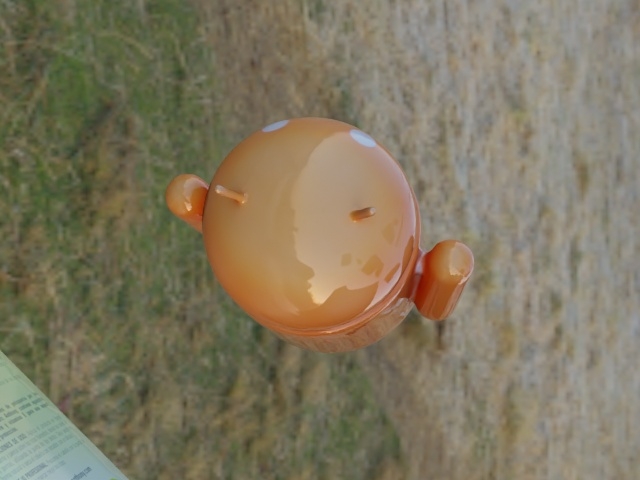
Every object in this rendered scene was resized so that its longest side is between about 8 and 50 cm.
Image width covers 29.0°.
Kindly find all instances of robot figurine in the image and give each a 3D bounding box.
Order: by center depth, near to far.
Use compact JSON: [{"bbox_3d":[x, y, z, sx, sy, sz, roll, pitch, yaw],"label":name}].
[{"bbox_3d":[0.002,0.000,0.748,0.158,0.128,0.219,53,0,14],"label":"robot figurine"}]

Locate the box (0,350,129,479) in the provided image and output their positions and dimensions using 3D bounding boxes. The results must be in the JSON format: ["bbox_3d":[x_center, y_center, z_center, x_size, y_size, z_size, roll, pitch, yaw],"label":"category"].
[{"bbox_3d":[-0.109,0.105,0.444,0.232,0.058,0.087,43,9,3],"label":"box"}]
